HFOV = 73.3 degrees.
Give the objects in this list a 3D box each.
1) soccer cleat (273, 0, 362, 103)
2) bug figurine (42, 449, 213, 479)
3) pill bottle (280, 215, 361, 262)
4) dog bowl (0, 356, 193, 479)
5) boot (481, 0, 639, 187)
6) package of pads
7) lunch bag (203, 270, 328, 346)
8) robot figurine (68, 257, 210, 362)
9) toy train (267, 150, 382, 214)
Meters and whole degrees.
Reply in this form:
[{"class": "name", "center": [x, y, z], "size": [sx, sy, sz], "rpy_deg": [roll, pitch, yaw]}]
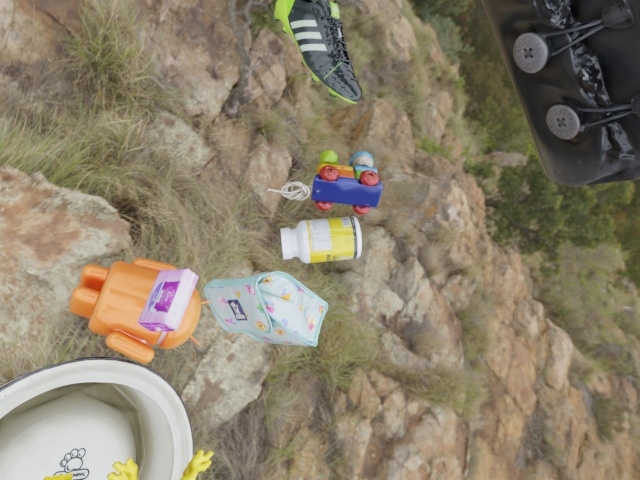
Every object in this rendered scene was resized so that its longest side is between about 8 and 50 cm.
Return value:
[{"class": "soccer cleat", "center": [0.004, -0.253, 0.538], "size": [0.060, 0.072, 0.179], "rpy_deg": [-18, 72, -52]}, {"class": "bug figurine", "center": [-0.219, 0.285, 0.400], "size": [0.278, 0.072, 0.216], "rpy_deg": [4, 130, -26]}, {"class": "pill bottle", "center": [0.000, 0.000, 1.019], "size": [0.183, 0.103, 0.103], "rpy_deg": [-5, 94, -5]}, {"class": "dog bowl", "center": [-0.418, 0.386, 0.685], "size": [0.407, 0.150, 0.409], "rpy_deg": [5, 84, -48]}, {"class": "boot", "center": [0.206, -0.271, 0.476], "size": [0.146, 0.367, 0.445], "rpy_deg": [-40, 107, -2]}, {"class": "package of pads", "center": [-0.197, 0.077, 0.560], "size": [0.032, 0.050, 0.084], "rpy_deg": [58, 35, -47]}, {"class": "lunch bag", "center": [-0.148, 0.172, 1.122], "size": [0.262, 0.223, 0.160], "rpy_deg": [38, 57, -38]}, {"class": "robot figurine", "center": [-0.303, 0.114, 0.738], "size": [0.219, 0.158, 0.128], "rpy_deg": [21, 100, -23]}, {"class": "toy train", "center": [0.010, -0.151, 0.972], "size": [0.247, 0.105, 0.144], "rpy_deg": [6, 46, -5]}]
